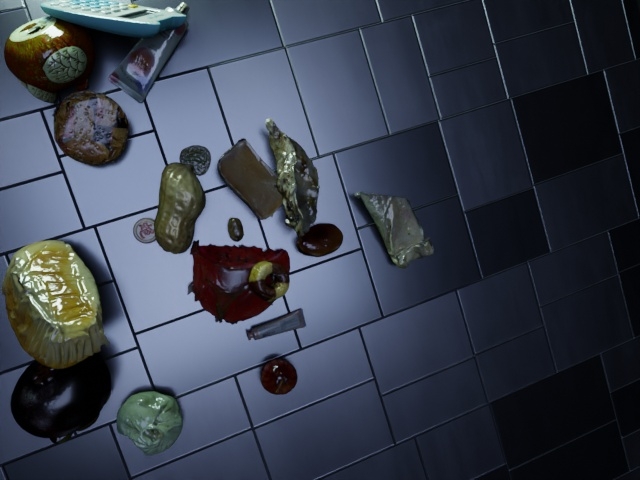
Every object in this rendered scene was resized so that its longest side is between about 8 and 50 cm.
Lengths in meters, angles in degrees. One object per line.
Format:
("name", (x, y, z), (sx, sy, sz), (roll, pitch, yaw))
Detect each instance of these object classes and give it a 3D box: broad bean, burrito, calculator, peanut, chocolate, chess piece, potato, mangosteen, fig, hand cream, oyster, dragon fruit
("broad bean", (0.000, 0.000, 1.775), (0.165, 0.084, 0.114), (-29, 94, -16))
("burrito", (0.271, -0.064, 1.828), (0.175, 0.107, 0.348), (-38, 103, -25))
("calculator", (-0.614, -0.664, 1.506), (0.385, 0.256, 0.055), (15, 122, 4))
("peanut", (-0.444, -0.102, 1.624), (0.142, 0.159, 0.292), (8, 91, -43))
("chocolate", (-0.235, -0.194, 1.710), (0.161, 0.083, 0.261), (-45, 106, -26))
("chess piece", (-0.564, -0.032, 1.663), (0.083, 0.038, 0.084), (0, 91, -14))
("potato", (-0.285, -0.037, 1.727), (0.051, 0.040, 0.084), (-14, 97, -17))
("mangosteen", (-0.762, 0.476, 1.551), (0.274, 0.275, 0.303), (-23, 133, -11))
("fig", (-0.149, 0.464, 1.742), (0.128, 0.150, 0.129), (-5, 77, 22))
("hand cream", (-0.527, -0.614, 1.634), (0.124, 0.078, 0.341), (35, 89, -13))
("hand cream", (-0.152, 0.298, 1.777), (0.209, 0.043, 0.067), (-15, 98, -18))
("oyster", (-0.084, -0.205, 1.721), (0.110, 0.204, 0.397), (-14, 86, 25))
("dragon fruit", (-0.268, 0.150, 1.715), (0.342, 0.100, 0.283), (2, 96, -12))

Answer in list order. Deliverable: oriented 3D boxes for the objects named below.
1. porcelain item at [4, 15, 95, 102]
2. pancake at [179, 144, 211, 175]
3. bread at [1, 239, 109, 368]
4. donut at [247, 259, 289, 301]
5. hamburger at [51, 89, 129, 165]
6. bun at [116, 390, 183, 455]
("porcelain item", (-0.780, -0.526, 1.521), (0.252, 0.253, 0.253), (-1, 93, -13))
("pancake", (-0.415, -0.268, 1.698), (0.107, 0.017, 0.108), (0, 89, -12))
("bread", (-0.776, 0.183, 1.488), (0.235, 0.183, 0.389), (-9, 51, -36))
("donut", (-0.162, 0.133, 1.673), (0.140, 0.059, 0.141), (2, 86, -31))
("hamburger", (-0.703, -0.345, 1.571), (0.230, 0.106, 0.231), (-8, 108, -25))
("bun", (-0.552, 0.596, 1.650), (0.212, 0.126, 0.204), (10, 88, -13))
